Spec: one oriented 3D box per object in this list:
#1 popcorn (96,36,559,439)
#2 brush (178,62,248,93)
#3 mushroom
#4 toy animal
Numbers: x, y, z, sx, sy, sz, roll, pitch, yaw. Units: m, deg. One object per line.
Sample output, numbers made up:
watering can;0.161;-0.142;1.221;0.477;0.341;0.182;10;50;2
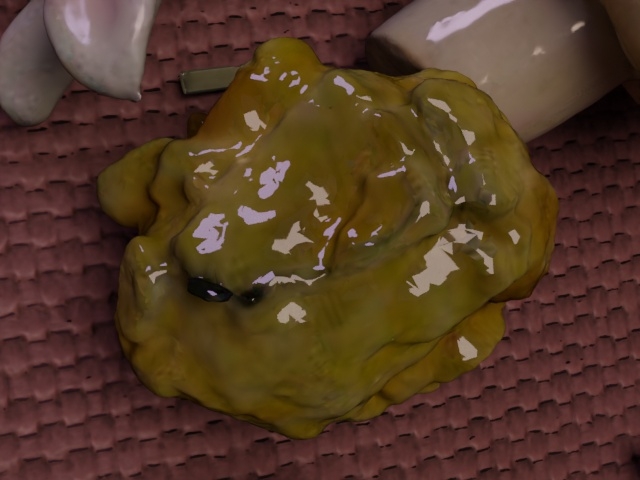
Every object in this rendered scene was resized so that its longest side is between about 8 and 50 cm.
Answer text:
popcorn;0.000;0.000;0.825;0.286;0.215;0.252;-30;99;-6
brush;-0.063;-0.115;0.918;0.083;0.013;0.016;-13;95;-32
mushroom;0.225;-0.205;0.886;0.353;0.325;0.353;0;91;-30
toy animal;-0.091;-0.244;0.821;0.241;0.196;0.368;38;69;-18
